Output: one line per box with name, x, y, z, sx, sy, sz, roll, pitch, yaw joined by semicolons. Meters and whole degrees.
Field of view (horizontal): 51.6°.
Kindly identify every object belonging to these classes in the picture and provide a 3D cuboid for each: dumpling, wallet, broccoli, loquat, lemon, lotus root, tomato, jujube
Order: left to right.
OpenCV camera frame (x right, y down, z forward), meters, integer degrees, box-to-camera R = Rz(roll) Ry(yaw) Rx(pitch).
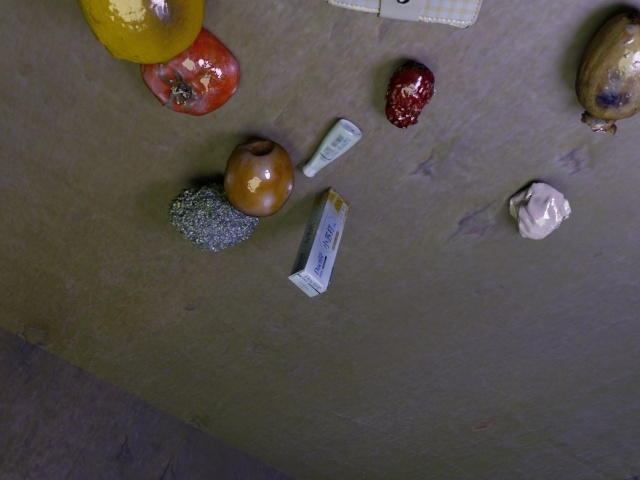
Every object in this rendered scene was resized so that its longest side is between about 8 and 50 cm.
lemon;-0.361;-0.499;1.325;0.260;0.260;0.284;-20;130;32
tomato;-0.310;-0.382;1.540;0.236;0.095;0.237;8;137;8
broccoli;-0.282;-0.069;1.802;0.176;0.226;0.198;5;114;38
loquat;-0.156;-0.151;1.670;0.179;0.179;0.227;14;140;2
jujube;0.187;-0.317;1.455;0.104;0.104;0.166;19;138;-3
wallet;0.169;-0.528;1.270;0.309;0.077;0.223;13;133;3
dumpling;0.523;-0.069;1.612;0.127;0.108;0.188;43;153;5
lotus root;0.581;-0.313;1.303;0.154;0.154;0.278;12;139;4

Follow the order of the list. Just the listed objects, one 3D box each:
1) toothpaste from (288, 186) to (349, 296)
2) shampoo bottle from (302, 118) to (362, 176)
toothpaste;0.000;0.000;1.676;0.071;0.313;0.089;-27;121;36
shampoo bottle;0.021;-0.222;1.641;0.069;0.041;0.190;29;136;-20
